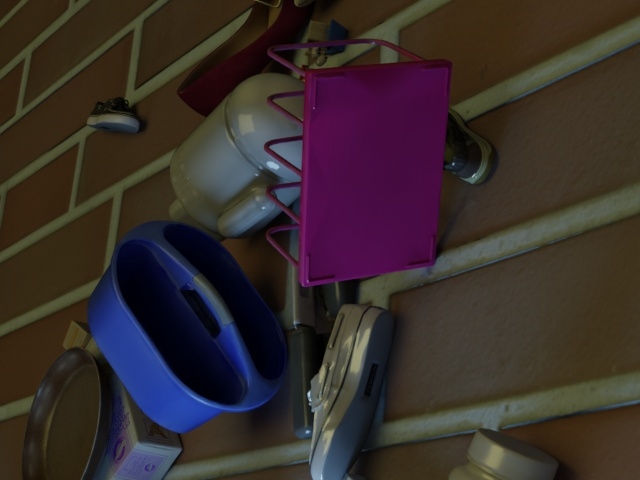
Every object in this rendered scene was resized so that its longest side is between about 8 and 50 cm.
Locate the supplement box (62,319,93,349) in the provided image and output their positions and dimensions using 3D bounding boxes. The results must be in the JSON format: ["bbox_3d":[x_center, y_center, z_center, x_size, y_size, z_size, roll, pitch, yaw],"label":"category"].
[{"bbox_3d":[-0.503,0.213,2.331,0.098,0.036,0.062,26,95,56],"label":"supplement box"}]

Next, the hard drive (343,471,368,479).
[{"bbox_3d":[0.035,0.490,1.452,0.203,0.040,0.307,30,98,55],"label":"hard drive"}]

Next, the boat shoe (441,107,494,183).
[{"bbox_3d":[0.160,-0.150,1.563,0.080,0.073,0.223,-61,36,13],"label":"boat shoe"}]

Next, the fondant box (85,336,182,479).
[{"bbox_3d":[-0.388,0.344,2.058,0.238,0.096,0.330,-55,38,22],"label":"fondant box"}]

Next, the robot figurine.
[{"bbox_3d":[-0.110,-0.137,1.817,0.353,0.200,0.300,-40,38,36],"label":"robot figurine"}]

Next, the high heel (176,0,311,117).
[{"bbox_3d":[-0.130,-0.393,1.986,0.127,0.181,0.377,-3,72,53],"label":"high heel"}]

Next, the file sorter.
[{"bbox_3d":[0.036,-0.117,1.515,0.182,0.202,0.290,-139,46,-55],"label":"file sorter"}]

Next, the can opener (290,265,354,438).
[{"bbox_3d":[0.004,0.150,1.630,0.095,0.076,0.283,-33,50,43],"label":"can opener"}]

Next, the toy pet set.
[{"bbox_3d":[0.003,-0.310,1.882,0.122,0.065,0.114,116,165,-77],"label":"toy pet set"}]

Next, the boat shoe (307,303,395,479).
[{"bbox_3d":[0.028,0.212,1.543,0.084,0.095,0.258,10,71,34],"label":"boat shoe"}]

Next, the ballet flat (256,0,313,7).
[{"bbox_3d":[-0.052,-0.440,1.942,0.213,0.072,0.068,7,93,14],"label":"ballet flat"}]

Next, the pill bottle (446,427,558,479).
[{"bbox_3d":[0.185,0.328,1.255,0.119,0.119,0.208,27,96,55],"label":"pill bottle"}]

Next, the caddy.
[{"bbox_3d":[-0.202,0.129,1.732,0.341,0.241,0.179,54,133,9],"label":"caddy"}]

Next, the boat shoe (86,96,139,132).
[{"bbox_3d":[-0.462,-0.287,2.493,0.228,0.080,0.076,8,82,63],"label":"boat shoe"}]

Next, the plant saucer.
[{"bbox_3d":[-0.460,0.351,2.027,0.310,0.050,0.310,-30,51,45],"label":"plant saucer"}]
